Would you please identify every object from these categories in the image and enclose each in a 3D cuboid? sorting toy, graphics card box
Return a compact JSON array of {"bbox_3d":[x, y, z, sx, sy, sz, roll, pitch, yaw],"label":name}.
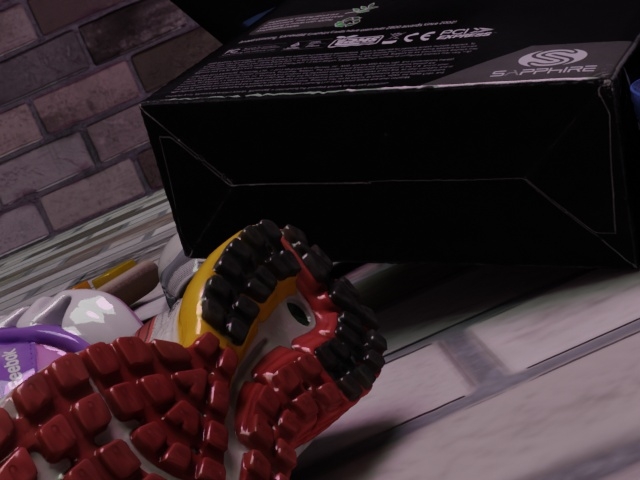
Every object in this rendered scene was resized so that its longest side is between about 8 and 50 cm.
[{"bbox_3d":[-0.224,0.084,0.913,0.229,0.041,0.307,-24,6,31],"label":"sorting toy"},{"bbox_3d":[0.100,-0.112,0.661,0.232,0.094,0.371,1,28,28],"label":"graphics card box"}]

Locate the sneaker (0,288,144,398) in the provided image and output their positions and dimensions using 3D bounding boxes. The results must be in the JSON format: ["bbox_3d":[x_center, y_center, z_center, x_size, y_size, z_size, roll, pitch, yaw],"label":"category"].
[{"bbox_3d":[-0.175,0.090,0.542,0.236,0.095,0.104,-16,19,38],"label":"sneaker"}]

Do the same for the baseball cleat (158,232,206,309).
[{"bbox_3d":[0.000,0.000,0.757,0.205,0.072,0.109,-26,24,-2],"label":"baseball cleat"}]

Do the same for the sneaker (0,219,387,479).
[{"bbox_3d":[-0.053,0.076,0.366,0.092,0.088,0.225,-43,-2,29],"label":"sneaker"}]

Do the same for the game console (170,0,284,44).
[{"bbox_3d":[0.097,-0.194,0.966,0.342,0.060,0.386,-24,-34,23],"label":"game console"}]

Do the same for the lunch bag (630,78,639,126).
[{"bbox_3d":[0.162,-0.033,0.445,0.067,0.065,0.098,-21,17,-11],"label":"lunch bag"}]
